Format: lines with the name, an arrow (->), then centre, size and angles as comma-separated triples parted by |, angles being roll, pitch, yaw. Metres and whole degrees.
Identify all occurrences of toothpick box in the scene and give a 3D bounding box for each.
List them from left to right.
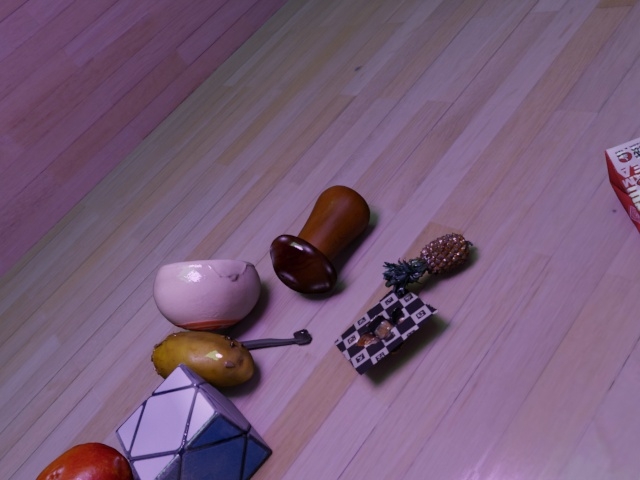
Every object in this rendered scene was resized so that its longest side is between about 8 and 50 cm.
toothpick box -> 0.000, 0.000, 1.393 | 0.192, 0.192, 0.294 | 7, 50, 42

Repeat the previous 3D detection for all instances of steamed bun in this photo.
steamed bun -> -0.297, 0.151, 1.417 | 0.282, 0.283, 0.177 | -9, 80, 31

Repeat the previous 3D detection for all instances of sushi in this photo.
sushi -> 0.146, 0.203, 1.181 | 0.210, 0.040, 0.192 | -40, 21, -5

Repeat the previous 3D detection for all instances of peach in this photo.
peach -> -0.530, 0.566, 1.206 | 0.243, 0.200, 0.243 | -26, 26, 14

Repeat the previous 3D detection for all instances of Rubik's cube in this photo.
Rubik's cube -> -0.269, 0.428, 1.141 | 0.205, 0.205, 0.207 | -46, 38, -12

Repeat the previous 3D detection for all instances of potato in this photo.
potato -> -0.292, 0.295, 1.327 | 0.300, 0.173, 0.140 | -8, 72, 35

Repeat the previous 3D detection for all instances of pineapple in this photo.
pineapple -> 0.244, 0.049, 1.217 | 0.221, 0.083, 0.103 | -25, 6, -4

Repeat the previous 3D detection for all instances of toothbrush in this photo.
toothbrush -> -0.153, 0.260, 1.367 | 0.297, 0.031, 0.030 | -14, 18, 29

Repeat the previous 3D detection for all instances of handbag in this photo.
handbag -> 0.662, -0.060, 0.982 | 0.171, 0.151, 0.298 | -23, 47, 24
